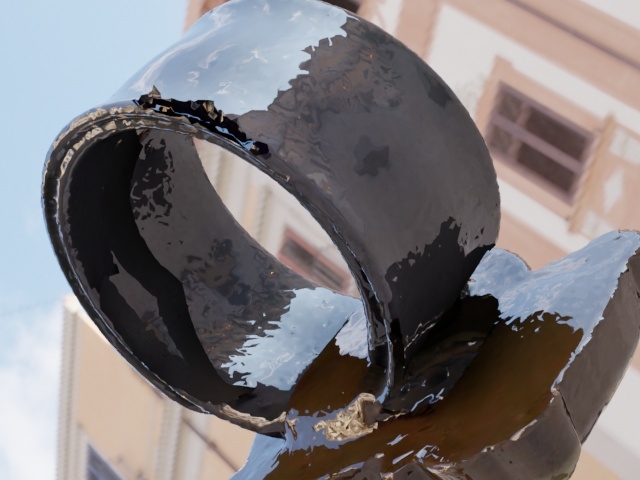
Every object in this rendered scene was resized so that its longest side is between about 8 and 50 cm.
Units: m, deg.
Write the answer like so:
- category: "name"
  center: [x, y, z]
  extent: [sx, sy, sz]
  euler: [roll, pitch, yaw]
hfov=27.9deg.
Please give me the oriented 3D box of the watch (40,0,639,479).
- category: "watch"
  center: [0.000, 0.000, 0.853]
  extent: [0.327, 0.335, 0.314]
  euler: [53, -129, -16]
